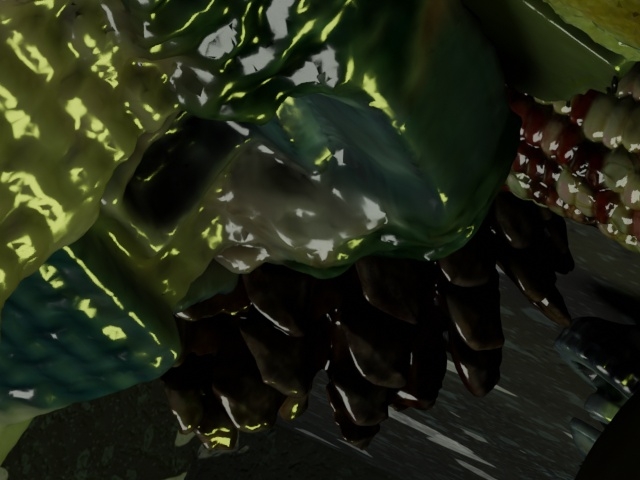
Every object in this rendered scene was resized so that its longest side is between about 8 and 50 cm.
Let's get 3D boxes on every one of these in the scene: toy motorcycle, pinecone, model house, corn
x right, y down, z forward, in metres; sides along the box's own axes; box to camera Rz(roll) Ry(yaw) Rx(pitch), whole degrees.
[{"bbox_3d":[0.236,0.131,1.211,0.159,0.106,0.270,28,168,33],"label":"toy motorcycle"},{"bbox_3d":[0.005,0.001,0.842,0.184,0.204,0.179,40,175,34],"label":"pinecone"},{"bbox_3d":[-0.131,-0.024,0.588,0.243,0.284,0.298,32,169,36],"label":"model house"},{"bbox_3d":[0.099,-0.047,0.701,0.253,0.086,0.086,26,171,27],"label":"corn"}]

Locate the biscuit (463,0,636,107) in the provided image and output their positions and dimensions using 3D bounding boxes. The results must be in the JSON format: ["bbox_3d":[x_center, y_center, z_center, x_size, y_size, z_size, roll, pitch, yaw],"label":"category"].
[{"bbox_3d":[-0.039,-0.145,0.604,0.322,0.038,0.099,36,170,-7],"label":"biscuit"}]

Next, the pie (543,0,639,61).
[{"bbox_3d":[0.149,-0.081,0.441,0.323,0.070,0.323,27,169,6],"label":"pie"}]

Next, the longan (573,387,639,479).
[{"bbox_3d":[0.241,0.186,0.785,0.361,0.361,0.361,26,170,5],"label":"longan"}]
